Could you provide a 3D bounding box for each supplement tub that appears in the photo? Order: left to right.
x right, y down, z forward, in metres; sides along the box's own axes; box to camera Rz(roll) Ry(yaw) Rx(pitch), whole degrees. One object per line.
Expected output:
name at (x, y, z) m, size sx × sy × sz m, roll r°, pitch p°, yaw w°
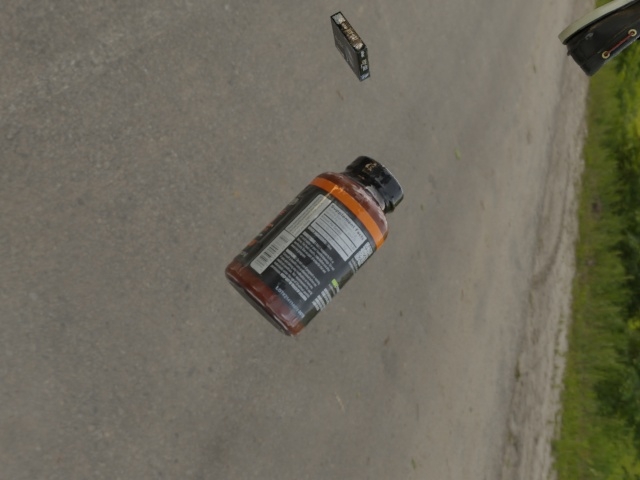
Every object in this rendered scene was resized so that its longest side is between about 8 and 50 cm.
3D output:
supplement tub at (0.000, 0.000, 0.603) m, size 0.198 × 0.106 × 0.106 m, roll -46°, pitch 126°, yaw -14°

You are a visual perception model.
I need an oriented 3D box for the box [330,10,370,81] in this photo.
box at (0.045, -0.289, 0.844) m, size 0.083 × 0.018 × 0.067 m, roll 60°, pitch -3°, yaw 23°

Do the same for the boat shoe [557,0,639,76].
boat shoe at (0.238, -0.162, 0.403) m, size 0.042 × 0.133 × 0.049 m, roll 60°, pitch -1°, yaw 5°
